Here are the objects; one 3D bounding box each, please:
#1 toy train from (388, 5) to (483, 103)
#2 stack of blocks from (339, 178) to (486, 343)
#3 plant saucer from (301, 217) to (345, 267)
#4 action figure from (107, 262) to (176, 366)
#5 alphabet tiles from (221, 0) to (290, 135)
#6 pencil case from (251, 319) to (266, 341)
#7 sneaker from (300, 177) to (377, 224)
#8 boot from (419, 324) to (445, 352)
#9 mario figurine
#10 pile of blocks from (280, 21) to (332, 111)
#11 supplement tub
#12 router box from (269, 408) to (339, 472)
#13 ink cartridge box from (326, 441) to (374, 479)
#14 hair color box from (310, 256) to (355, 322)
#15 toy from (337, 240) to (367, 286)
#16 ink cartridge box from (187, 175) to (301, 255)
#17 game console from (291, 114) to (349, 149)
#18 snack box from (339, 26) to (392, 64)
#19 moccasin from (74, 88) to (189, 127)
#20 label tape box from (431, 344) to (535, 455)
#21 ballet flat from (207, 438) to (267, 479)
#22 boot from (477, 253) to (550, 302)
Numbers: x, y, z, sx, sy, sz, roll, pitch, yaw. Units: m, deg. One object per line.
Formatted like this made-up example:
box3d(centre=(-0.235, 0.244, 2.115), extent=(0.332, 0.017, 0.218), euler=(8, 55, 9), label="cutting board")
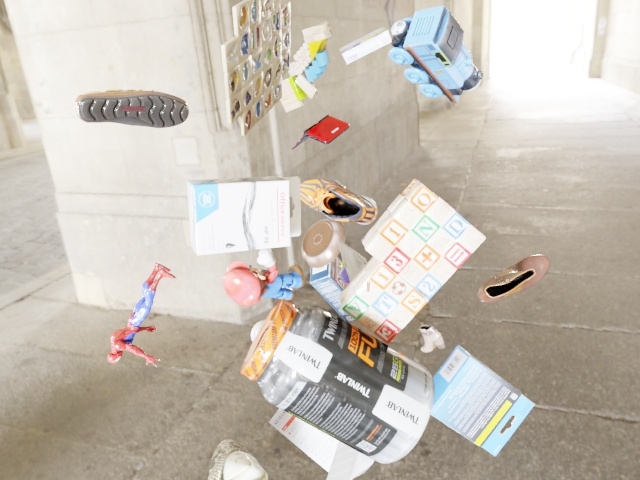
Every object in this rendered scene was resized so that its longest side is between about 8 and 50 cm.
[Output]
box3d(centre=(0.187, -0.289, 0.809), extent=(0.105, 0.080, 0.184), euler=(14, -10, 45), label="toy train")
box3d(centre=(0.166, 0.043, 1.046), extent=(0.171, 0.297, 0.087), euler=(38, 11, -9), label="stack of blocks")
box3d(centre=(0.000, 0.000, 1.797), extent=(0.036, 0.199, 0.198), euler=(33, -9, -41), label="plant saucer")
box3d(centre=(-0.450, 0.215, 1.344), extent=(0.139, 0.280, 0.091), euler=(35, -3, -31), label="action figure")
box3d(centre=(-0.139, -0.421, 1.178), extent=(0.011, 0.285, 0.343), euler=(15, 42, 13), label="alphabet tiles")
box3d(centre=(-0.208, 0.392, 2.093), extent=(0.113, 0.124, 0.273), euler=(-7, -6, -20), label="pencil case")
box3d(centre=(0.026, -0.145, 1.709), extent=(0.321, 0.125, 0.180), euler=(19, 9, 31), label="sneaker")
box3d(centre=(0.344, 0.311, 1.622), extent=(0.042, 0.087, 0.118), euler=(-42, 9, -39), label="boot")
box3d(centre=(-0.196, 0.115, 1.650), extent=(0.170, 0.198, 0.320), euler=(11, 1, 33), label="mario figurine")
box3d(centre=(-0.026, -0.582, 1.710), extent=(0.112, 0.149, 0.362), euler=(-41, -3, -37), label="pile of blocks")
box3d(centre=(0.031, 0.264, 0.985), extent=(0.337, 0.207, 0.207), euler=(31, 20, -7), label="supplement tub")
box3d(centre=(0.046, 0.537, 1.553), extent=(0.301, 0.335, 0.082), euler=(38, 30, 6), label="router box")
box3d(centre=(0.072, 0.607, 1.317), extent=(0.056, 0.181, 0.225), euler=(29, 51, -6), label="ink cartridge box")
box3d(centre=(0.084, 0.208, 2.318), extent=(0.105, 0.347, 0.174), euler=(-20, 43, 22), label="hair color box")
box3d(centre=(0.092, 0.096, 1.396), extent=(0.056, 0.137, 0.237), euler=(-25, -22, 20), label="toy")
box3d(centre=(-0.105, -0.042, 0.771), extent=(0.180, 0.104, 0.060), euler=(-6, 14, -21), label="ink cartridge box")
box3d(centre=(0.001, -0.316, 1.552), extent=(0.124, 0.085, 0.144), euler=(27, 45, 18), label="game console")
box3d(centre=(0.126, -0.554, 1.439), extent=(0.141, 0.037, 0.100), euler=(-24, 26, 9), label="snack box")
box3d(centre=(-0.664, -0.472, 1.809), extent=(0.379, 0.139, 0.147), euler=(-10, 32, -23), label="moccasin")
box3d(centre=(0.544, 0.562, 1.779), extent=(0.333, 0.241, 0.106), euler=(37, 1, -17), label="label tape box")
box3d(centre=(-0.215, 0.688, 1.301), extent=(0.164, 0.182, 0.483), euler=(32, 26, -15), label="ballet flat")
box3d(centre=(0.601, 0.102, 1.539), extent=(0.264, 0.096, 0.280), euler=(-23, -15, 6), label="boot")
